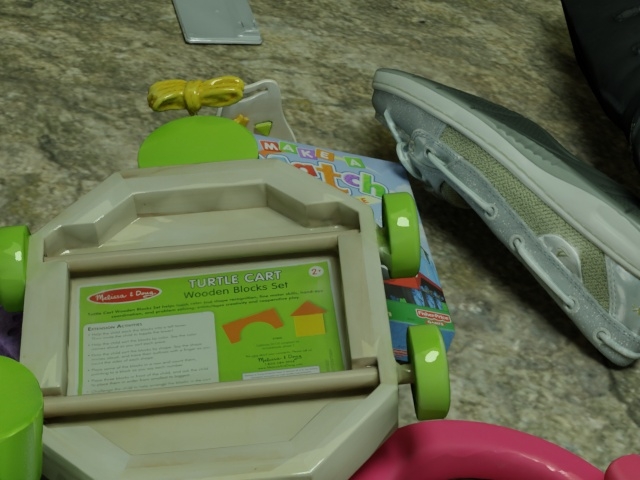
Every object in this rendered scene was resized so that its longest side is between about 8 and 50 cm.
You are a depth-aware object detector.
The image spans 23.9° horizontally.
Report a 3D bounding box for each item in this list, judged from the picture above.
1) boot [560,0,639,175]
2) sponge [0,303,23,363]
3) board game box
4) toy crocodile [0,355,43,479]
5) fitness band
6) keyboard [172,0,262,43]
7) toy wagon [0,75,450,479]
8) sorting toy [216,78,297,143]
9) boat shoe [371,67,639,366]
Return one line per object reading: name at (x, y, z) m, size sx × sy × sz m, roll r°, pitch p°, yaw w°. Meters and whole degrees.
boot at (0.400, -0.149, 1.235) m, size 0.367 × 0.146 × 0.445 m, roll -1°, pitch 20°, yaw 2°
sponge at (-0.129, 0.087, 0.976) m, size 0.117 × 0.031 × 0.210 m, roll -20°, pitch 44°, yaw -34°
board game box at (0.000, 0.000, 1.102) m, size 0.160 × 0.039 × 0.211 m, roll 10°, pitch 33°, yaw -16°
toy crocodile at (-0.293, 0.148, 0.741) m, size 0.341 × 0.115 × 0.105 m, roll -22°, pitch 47°, yaw -16°
fitness band at (0.124, 0.206, 0.855) m, size 0.209 × 0.054 × 0.291 m, roll -8°, pitch 38°, yaw -19°
keyboard at (-0.116, -0.257, 1.482) m, size 0.072 × 0.014 × 0.256 m, roll -6°, pitch 37°, yaw -12°
toy wagon at (-0.068, 0.025, 0.950) m, size 0.267 × 0.068 × 0.344 m, roll -5°, pitch 43°, yaw -2°
sorting toy at (-0.060, -0.091, 1.204) m, size 0.083 × 0.075 × 0.045 m, roll -16°, pitch 42°, yaw -32°
boat shoe at (0.142, -0.033, 1.147) m, size 0.320 × 0.103 × 0.118 m, roll 39°, pitch 18°, yaw 33°
